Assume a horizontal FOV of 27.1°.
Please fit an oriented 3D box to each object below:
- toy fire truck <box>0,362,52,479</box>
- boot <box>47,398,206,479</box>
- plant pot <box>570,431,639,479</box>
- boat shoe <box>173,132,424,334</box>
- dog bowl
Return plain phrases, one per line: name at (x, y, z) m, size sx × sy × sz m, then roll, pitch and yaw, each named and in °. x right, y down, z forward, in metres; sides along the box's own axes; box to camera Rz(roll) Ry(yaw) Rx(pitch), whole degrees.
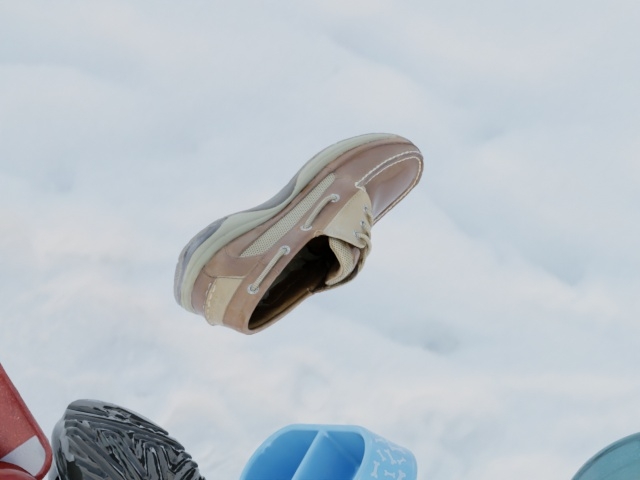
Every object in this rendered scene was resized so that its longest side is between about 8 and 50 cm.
toy fire truck at (-0.352, 0.168, 0.956) m, size 0.302 × 0.169 × 0.254 m, roll -33°, pitch 112°, yaw -20°
boot at (-0.195, 0.318, 1.065) m, size 0.131 × 0.260 × 0.348 m, roll 24°, pitch 23°, yaw -33°
plant pot at (0.387, 0.376, 1.395) m, size 0.271 × 0.272 × 0.255 m, roll 34°, pitch 22°, yaw -5°
boat shoe at (0.000, 0.000, 1.379) m, size 0.324 × 0.123 × 0.116 m, roll -36°, pitch 54°, yaw -27°
dog bowl at (-0.004, 0.309, 1.686) m, size 0.074 × 0.297 × 0.166 m, roll 42°, pitch 64°, yaw -22°
